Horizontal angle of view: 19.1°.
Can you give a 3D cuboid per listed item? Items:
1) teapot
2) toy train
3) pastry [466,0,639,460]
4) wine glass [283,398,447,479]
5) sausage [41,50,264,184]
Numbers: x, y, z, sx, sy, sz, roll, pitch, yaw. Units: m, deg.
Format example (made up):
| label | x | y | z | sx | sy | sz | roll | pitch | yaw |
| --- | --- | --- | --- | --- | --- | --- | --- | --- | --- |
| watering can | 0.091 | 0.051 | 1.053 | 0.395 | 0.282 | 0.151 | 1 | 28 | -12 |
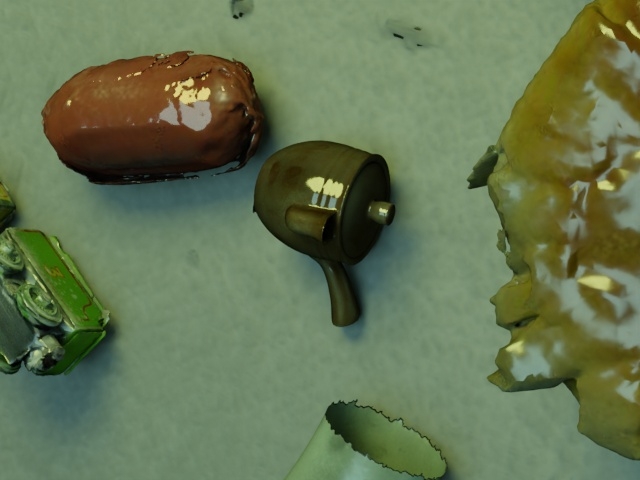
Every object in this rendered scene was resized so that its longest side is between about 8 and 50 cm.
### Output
| label | x | y | z | sx | sy | sz | roll | pitch | yaw |
| --- | --- | --- | --- | --- | --- | --- | --- | --- | --- |
| teapot | 0.000 | 0.000 | 1.089 | 0.080 | 0.085 | 0.110 | 15 | 119 | 24 |
| toy train | -0.211 | 0.000 | 1.182 | 0.060 | 0.081 | 0.202 | -44 | 69 | 19 |
| pastry | 0.242 | -0.015 | 0.942 | 0.330 | 0.136 | 0.329 | 4 | 100 | 24 |
| wine glass | -0.005 | 0.195 | 1.092 | 0.093 | 0.093 | 0.202 | 34 | 105 | 19 |
| sausage | -0.098 | -0.073 | 1.127 | 0.141 | 0.076 | 0.076 | -5 | 91 | 25 |
